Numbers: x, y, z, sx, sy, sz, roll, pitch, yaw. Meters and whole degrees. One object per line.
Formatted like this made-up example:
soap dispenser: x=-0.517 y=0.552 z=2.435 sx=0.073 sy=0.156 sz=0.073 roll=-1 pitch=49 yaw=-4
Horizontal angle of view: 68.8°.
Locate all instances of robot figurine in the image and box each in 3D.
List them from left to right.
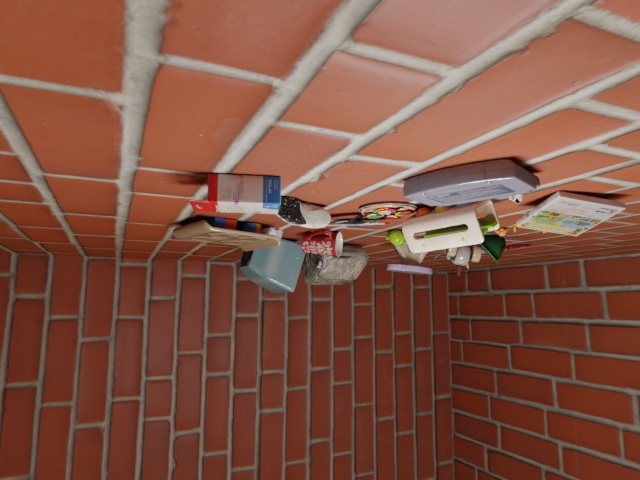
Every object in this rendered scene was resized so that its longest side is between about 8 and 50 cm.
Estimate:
robot figurine: x=0.339 y=-0.011 z=2.052 sx=0.101 sy=0.067 sz=0.115 roll=6 pitch=175 yaw=25

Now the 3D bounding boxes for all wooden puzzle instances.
wooden puzzle: x=-0.383 y=-0.033 z=1.919 sx=0.347 sy=0.081 sz=0.322 roll=14 pitch=166 yaw=-37

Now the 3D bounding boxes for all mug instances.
mug: x=0.003 y=-0.003 z=2.109 sx=0.169 sy=0.150 sz=0.113 roll=2 pitch=-151 yaw=19

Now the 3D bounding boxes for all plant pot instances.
plant pot: x=-0.261 y=0.108 z=2.360 sx=0.252 sy=0.247 sz=0.247 roll=23 pitch=162 yaw=-26

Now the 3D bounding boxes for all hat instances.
hat: x=0.840 y=-0.006 z=2.157 sx=0.183 sy=0.173 sz=0.208 roll=-40 pitch=150 yaw=14

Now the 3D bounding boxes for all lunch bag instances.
lunch bag: x=0.072 y=0.111 z=2.511 sx=0.305 sy=0.213 sz=0.256 roll=4 pitch=155 yaw=-30

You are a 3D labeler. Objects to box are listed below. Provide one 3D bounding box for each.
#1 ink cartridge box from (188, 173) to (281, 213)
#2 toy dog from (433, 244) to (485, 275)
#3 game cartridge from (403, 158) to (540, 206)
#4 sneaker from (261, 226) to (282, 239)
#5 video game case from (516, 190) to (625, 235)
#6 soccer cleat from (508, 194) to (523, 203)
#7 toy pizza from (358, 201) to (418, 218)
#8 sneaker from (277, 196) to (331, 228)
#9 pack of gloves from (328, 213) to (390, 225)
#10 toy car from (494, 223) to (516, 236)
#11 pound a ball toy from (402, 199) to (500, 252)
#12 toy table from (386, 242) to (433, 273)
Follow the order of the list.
ink cartridge box: x=-0.224 y=-0.122 z=1.244 sx=0.230 sy=0.078 sz=0.134 roll=2 pitch=171 yaw=-9
toy dog: x=0.658 y=0.085 z=2.248 sx=0.220 sy=0.161 sz=0.333 roll=14 pitch=-179 yaw=23
game cartridge: x=0.370 y=-0.141 z=1.183 sx=0.294 sy=0.060 sz=0.196 roll=-7 pitch=173 yaw=42
sneaker: x=-0.211 y=-0.024 z=2.020 sx=0.053 sy=0.061 sz=0.152 roll=-2 pitch=171 yaw=29
video game case: x=0.765 y=-0.079 z=1.443 sx=0.226 sy=0.026 sz=0.206 roll=8 pitch=155 yaw=-11
soccer cleat: x=0.566 y=-0.123 z=1.355 sx=0.029 sy=0.036 sz=0.083 roll=0 pitch=172 yaw=2
toy pizza: x=0.230 y=-0.095 z=1.581 sx=0.201 sy=0.032 sz=0.201 roll=0 pitch=172 yaw=0
sneaker: x=-0.069 y=-0.085 z=1.498 sx=0.086 sy=0.085 sz=0.237 roll=3 pitch=173 yaw=44
pack of gloves: x=0.123 y=-0.079 z=1.745 sx=0.232 sy=0.046 sz=0.195 roll=0 pitch=-176 yaw=23
toy car: x=0.762 y=-0.039 z=1.934 sx=0.060 sy=0.041 sz=0.122 roll=0 pitch=172 yaw=2
pound a ball toy: x=0.417 y=-0.069 z=1.533 sx=0.208 sy=0.136 sz=0.319 roll=-30 pitch=-168 yaw=-40
toy table: x=0.446 y=0.078 z=2.295 sx=0.252 sy=0.161 sz=0.274 roll=-1 pitch=171 yaw=41
